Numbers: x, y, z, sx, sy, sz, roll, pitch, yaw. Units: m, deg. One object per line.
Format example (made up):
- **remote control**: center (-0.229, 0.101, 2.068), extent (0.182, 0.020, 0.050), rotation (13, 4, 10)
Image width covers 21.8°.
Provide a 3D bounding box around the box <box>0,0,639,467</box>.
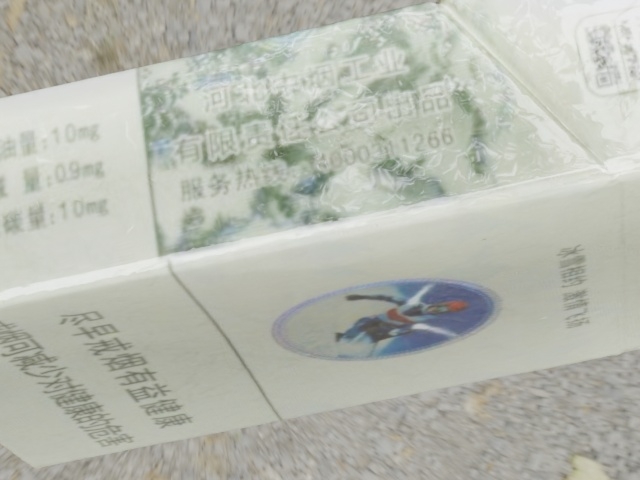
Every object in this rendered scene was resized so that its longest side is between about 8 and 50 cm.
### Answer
- **box**: center (0.000, -0.001, 0.534), extent (0.256, 0.164, 0.069), rotation (-12, 67, 6)
